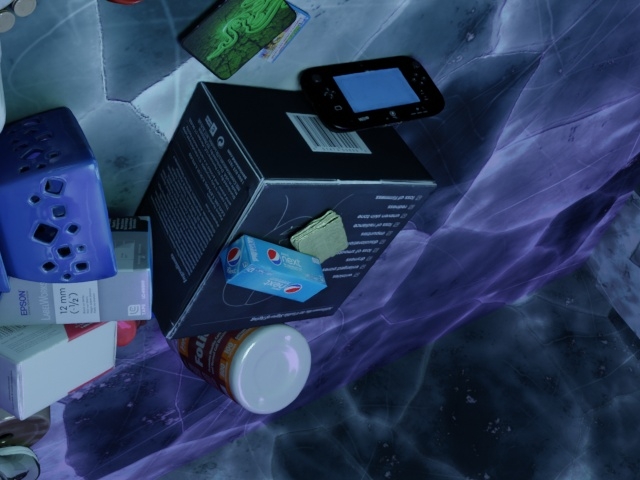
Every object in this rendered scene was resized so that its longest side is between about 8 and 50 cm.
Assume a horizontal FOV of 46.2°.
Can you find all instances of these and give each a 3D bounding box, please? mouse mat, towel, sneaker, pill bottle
[{"bbox_3d":[-0.143,-0.377,1.344,0.190,0.007,0.153,-39,152,10],"label":"mouse mat"},{"bbox_3d":[0.000,0.000,1.489,0.110,0.027,0.148,-31,151,-3],"label":"towel"},{"bbox_3d":[-0.653,0.472,1.516,0.100,0.108,0.271,-32,155,-4],"label":"sneaker"},{"bbox_3d":[-0.224,0.265,1.896,0.224,0.392,0.223,-11,108,-37],"label":"pill bottle"}]

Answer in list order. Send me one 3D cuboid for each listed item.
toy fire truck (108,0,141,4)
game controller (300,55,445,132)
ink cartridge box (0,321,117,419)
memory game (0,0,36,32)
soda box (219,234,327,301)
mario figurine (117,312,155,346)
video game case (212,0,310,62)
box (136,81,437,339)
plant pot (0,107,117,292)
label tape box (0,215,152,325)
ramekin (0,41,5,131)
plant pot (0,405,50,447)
[{"bbox_3d":[-0.316,-0.448,0.926,0.302,0.169,0.253,10,98,-52],"label":"toy fire truck"},{"bbox_3d":[0.115,-0.310,1.584,0.319,0.166,0.067,-16,147,-30],"label":"game controller"},{"bbox_3d":[-0.570,0.177,1.403,0.226,0.306,0.131,-29,131,-52],"label":"ink cartridge box"},{"bbox_3d":[-0.453,-0.355,1.030,0.186,0.012,0.186,-41,166,-13],"label":"memory game"},{"bbox_3d":[-0.086,0.056,1.420,0.071,0.067,0.210,-35,145,29],"label":"soda box"},{"bbox_3d":[-0.428,0.124,1.769,0.321,0.170,0.198,-19,132,-59],"label":"mario figurine"},{"bbox_3d":[-0.107,-0.397,1.375,0.119,0.015,0.166,-46,150,22],"label":"video game case"},{"bbox_3d":[-0.097,-0.056,1.634,0.480,0.297,0.471,-3,139,-42],"label":"box"},{"bbox_3d":[-0.483,-0.062,1.251,0.212,0.236,0.235,-15,127,-21],"label":"plant pot"},{"bbox_3d":[-0.492,0.050,1.404,0.348,0.249,0.115,0,115,-13],"label":"label tape box"},{"bbox_3d":[-0.565,-0.202,1.007,0.277,0.135,0.277,-18,164,-5],"label":"ramekin"},{"bbox_3d":[-0.715,0.310,1.608,0.323,0.280,0.323,-26,153,-14],"label":"plant pot"}]
